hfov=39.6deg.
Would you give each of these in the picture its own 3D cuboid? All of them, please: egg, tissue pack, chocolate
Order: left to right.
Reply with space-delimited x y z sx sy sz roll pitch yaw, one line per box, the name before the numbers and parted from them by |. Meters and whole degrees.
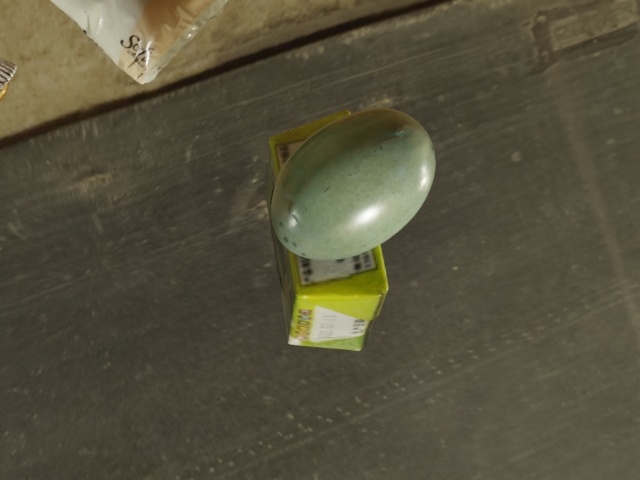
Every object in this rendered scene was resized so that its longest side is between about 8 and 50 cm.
tissue pack | -0.351 -0.534 1.680 0.376 0.195 0.390 41 93 -12
chocolate | 0.000 0.000 1.377 0.137 0.288 0.300 -8 69 -8
egg | 0.041 -0.071 1.157 0.237 0.169 0.169 -38 98 -1

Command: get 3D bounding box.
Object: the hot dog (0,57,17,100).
hot dog | -0.573 -0.219 1.369 0.069 0.253 0.131 53 34 -39
